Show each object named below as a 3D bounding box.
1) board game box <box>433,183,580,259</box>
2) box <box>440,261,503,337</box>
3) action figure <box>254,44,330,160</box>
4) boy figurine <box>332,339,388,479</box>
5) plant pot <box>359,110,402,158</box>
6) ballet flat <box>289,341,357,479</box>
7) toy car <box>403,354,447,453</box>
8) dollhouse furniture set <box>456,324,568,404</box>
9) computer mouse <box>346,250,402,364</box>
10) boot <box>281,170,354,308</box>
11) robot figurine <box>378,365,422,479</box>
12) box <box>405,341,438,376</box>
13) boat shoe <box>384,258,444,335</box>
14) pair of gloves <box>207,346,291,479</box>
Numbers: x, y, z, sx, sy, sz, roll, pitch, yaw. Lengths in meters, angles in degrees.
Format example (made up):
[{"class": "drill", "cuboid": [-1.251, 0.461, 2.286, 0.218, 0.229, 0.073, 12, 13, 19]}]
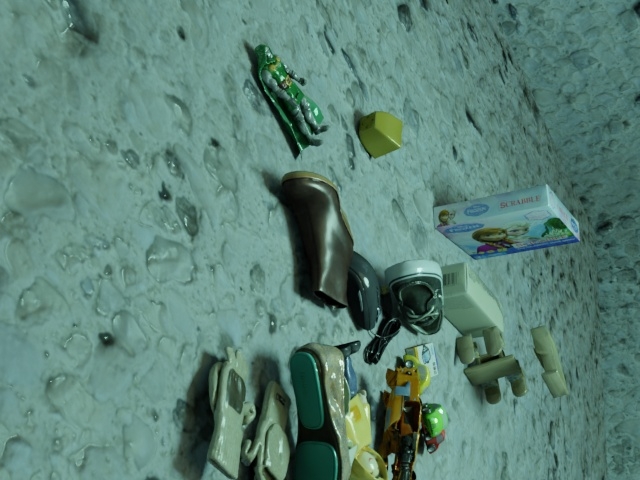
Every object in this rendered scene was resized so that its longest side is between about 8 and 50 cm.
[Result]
[{"class": "board game box", "cuboid": [0.521, -0.043, 2.425, 0.318, 0.319, 0.065, 30, 54, -54]}, {"class": "box", "cuboid": [0.389, 0.163, 2.318, 0.275, 0.113, 0.094, 44, 42, -49]}, {"class": "action figure", "cuboid": [-0.062, -0.287, 1.710, 0.232, 0.063, 0.137, 53, 39, -33]}, {"class": "boy figurine", "cuboid": [0.053, 0.339, 1.640, 0.177, 0.092, 0.285, -3, 79, -65]}, {"class": "plant pot", "cuboid": [0.134, -0.255, 2.045, 0.083, 0.081, 0.081, 34, 50, -38]}, {"class": "ballet flat", "cuboid": [0.015, 0.331, 1.509, 0.106, 0.108, 0.315, -6, 97, -51]}, {"class": "toy car", "cuboid": [0.243, 0.376, 1.919, 0.225, 0.053, 0.239, -116, -170, -85]}, {"class": "dollhouse furniture set", "cuboid": [0.511, 0.348, 2.322, 0.212, 0.242, 0.161, 54, 23, -39]}, {"class": "computer mouse", "cuboid": [0.119, 0.118, 1.882, 0.184, 0.060, 0.262, -42, 117, -58]}, {"class": "boot", "cuboid": [0.000, 0.000, 1.671, 0.248, 0.090, 0.206, 44, 41, -53]}, {"class": "robot figurine", "cuboid": [0.155, 0.416, 1.765, 0.211, 0.085, 0.291, 89, 9, -54]}, {"class": "box", "cuboid": [0.246, 0.289, 2.089, 0.136, 0.028, 0.081, 2, 77, -64]}, {"class": "boat shoe", "cuboid": [0.234, 0.135, 1.978, 0.335, 0.121, 0.119, 43, 35, -63]}, {"class": "pair of gloves", "cuboid": [-0.117, 0.296, 1.389, 0.240, 0.042, 0.204, 52, 32, -49]}]
